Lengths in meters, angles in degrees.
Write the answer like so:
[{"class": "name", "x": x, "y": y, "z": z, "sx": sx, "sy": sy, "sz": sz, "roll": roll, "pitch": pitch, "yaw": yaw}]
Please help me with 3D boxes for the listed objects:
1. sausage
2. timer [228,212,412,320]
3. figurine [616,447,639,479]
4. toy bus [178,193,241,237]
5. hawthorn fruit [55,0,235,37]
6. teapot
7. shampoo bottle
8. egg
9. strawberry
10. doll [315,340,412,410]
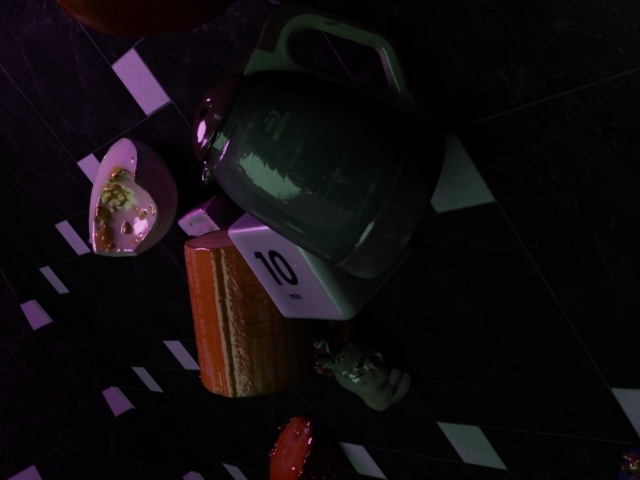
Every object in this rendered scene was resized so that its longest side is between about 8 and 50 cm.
[{"class": "sausage", "x": -0.131, "y": 0.121, "z": 1.460, "sx": 0.233, "sy": 0.233, "sz": 0.287, "roll": 9, "pitch": 110, "yaw": 45}, {"class": "timer", "x": 0.000, "y": 0.000, "z": 1.277, "sx": 0.192, "sy": 0.194, "sz": 0.195, "roll": -5, "pitch": 124, "yaw": 52}, {"class": "figurine", "x": 0.572, "y": 0.414, "z": 1.135, "sx": 0.275, "sy": 0.161, "sz": 0.158, "roll": 16, "pitch": 179, "yaw": 43}, {"class": "toy bus", "x": -0.172, "y": 0.028, "z": 1.621, "sx": 0.274, "sy": 0.090, "sz": 0.112, "roll": 50, "pitch": 143, "yaw": -6}, {"class": "hawthorn fruit", "x": -0.181, "y": -0.392, "z": 0.966, "sx": 0.369, "sy": 0.284, "sz": 0.284, "roll": 14, "pitch": 139, "yaw": 21}, {"class": "teapot", "x": -0.001, "y": -0.149, "z": 1.030, "sx": 0.312, "sy": 0.315, "sz": 0.233, "roll": 26, "pitch": -172, "yaw": -13}, {"class": "shampoo bottle", "x": 0.022, "y": 0.172, "z": 1.567, "sx": 0.118, "sy": 0.076, "sz": 0.314, "roll": 31, "pitch": 146, "yaw": 19}, {"class": "egg", "x": -0.390, "y": -0.097, "z": 1.673, "sx": 0.271, "sy": 0.162, "sz": 0.206, "roll": -57, "pitch": 40, "yaw": 27}, {"class": "strawberry", "x": -0.029, "y": 0.602, "z": 2.042, "sx": 0.178, "sy": 0.234, "sz": 0.234, "roll": 27, "pitch": 155, "yaw": -21}, {"class": "doll", "x": 0.092, "y": 0.271, "z": 1.539, "sx": 0.149, "sy": 0.095, "sz": 0.192, "roll": -4, "pitch": 143, "yaw": 41}]
